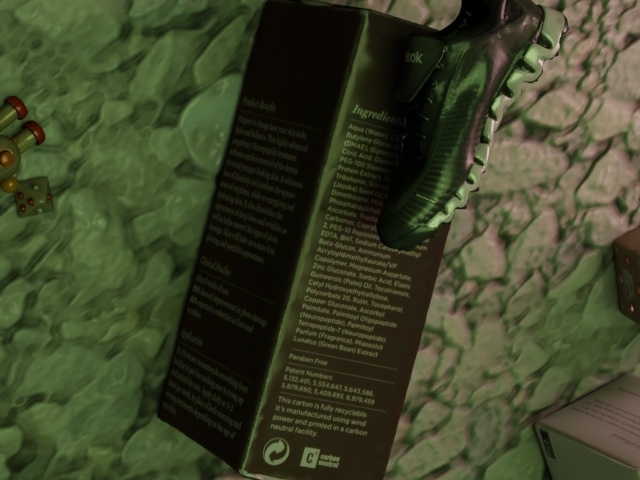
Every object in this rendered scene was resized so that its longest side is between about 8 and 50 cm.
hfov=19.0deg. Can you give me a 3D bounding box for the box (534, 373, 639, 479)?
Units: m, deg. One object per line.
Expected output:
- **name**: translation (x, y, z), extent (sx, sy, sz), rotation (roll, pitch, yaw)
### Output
- **box**: translation (0.313, 0.242, 1.785), extent (0.119, 0.182, 0.181), rotation (-26, 109, -19)

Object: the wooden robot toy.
- **wooden robot toy**: translation (-0.257, -0.081, 1.520), extent (0.076, 0.079, 0.173), rotation (-40, 113, -13)

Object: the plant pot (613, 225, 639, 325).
- **plant pot**: translation (0.336, 0.034, 1.807), extent (0.096, 0.109, 0.109), rotation (-10, 104, -11)

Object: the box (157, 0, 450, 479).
- **box**: translation (0.000, 0.000, 1.595), extent (0.143, 0.191, 0.381), rotation (12, 95, -27)

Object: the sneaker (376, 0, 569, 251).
- **sneaker**: translation (0.092, -0.106, 1.473), extent (0.106, 0.078, 0.234), rotation (37, 78, -25)
